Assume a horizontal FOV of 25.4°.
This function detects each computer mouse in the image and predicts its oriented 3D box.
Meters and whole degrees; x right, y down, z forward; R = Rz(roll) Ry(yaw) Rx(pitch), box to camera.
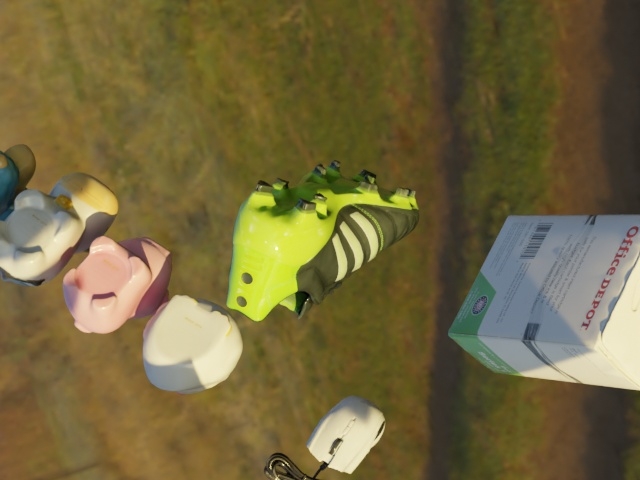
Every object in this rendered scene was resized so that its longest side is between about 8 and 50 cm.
[{"bbox_3d":[0.021,0.236,1.668,0.106,0.193,0.042,29,130,10],"label":"computer mouse"}]

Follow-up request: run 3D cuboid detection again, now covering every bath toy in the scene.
[{"bbox_3d":[-0.219,0.038,1.464,0.348,0.151,0.129,37,155,17],"label":"bath toy"}]

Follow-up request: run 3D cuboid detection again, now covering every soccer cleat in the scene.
[{"bbox_3d":[0.000,0.000,0.768,0.060,0.179,0.072,25,107,22],"label":"soccer cleat"}]

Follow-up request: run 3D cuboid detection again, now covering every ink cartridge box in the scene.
[{"bbox_3d":[0.261,0.060,1.467,0.092,0.160,0.219,41,159,-29],"label":"ink cartridge box"}]
